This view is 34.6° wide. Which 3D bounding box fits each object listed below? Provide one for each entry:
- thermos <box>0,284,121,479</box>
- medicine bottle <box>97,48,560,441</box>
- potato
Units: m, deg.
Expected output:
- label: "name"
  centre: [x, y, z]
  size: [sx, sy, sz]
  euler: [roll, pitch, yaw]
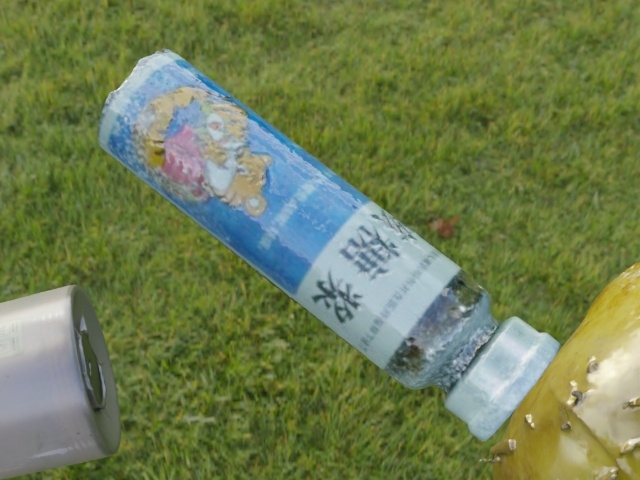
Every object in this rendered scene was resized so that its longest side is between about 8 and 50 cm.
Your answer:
- label: "thermos"
  centre: [-0.230, 0.083, 0.615]
  size: [0.193, 0.105, 0.137]
  euler: [-13, 73, -2]
- label: "medicine bottle"
  centre: [0.000, 0.000, 0.395]
  size: [0.191, 0.051, 0.051]
  euler: [37, 60, 9]
- label: "potato"
  centre: [0.227, 0.072, 0.564]
  size: [0.300, 0.140, 0.173]
  euler: [-34, 18, 17]
